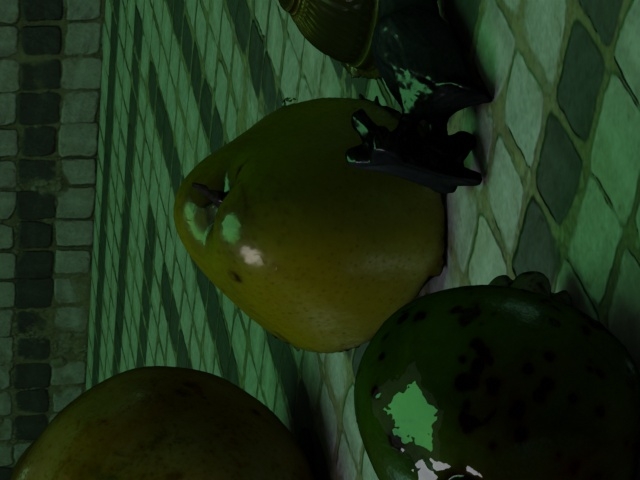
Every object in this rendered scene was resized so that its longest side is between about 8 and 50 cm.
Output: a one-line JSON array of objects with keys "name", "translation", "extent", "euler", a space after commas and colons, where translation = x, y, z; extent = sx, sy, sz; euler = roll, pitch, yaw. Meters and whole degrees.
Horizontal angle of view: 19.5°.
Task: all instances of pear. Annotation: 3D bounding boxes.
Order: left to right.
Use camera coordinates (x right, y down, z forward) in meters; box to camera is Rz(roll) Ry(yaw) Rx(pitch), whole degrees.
[{"name": "pear", "translation": [-0.034, -0.012, 1.674], "extent": [0.267, 0.178, 0.266], "euler": [2, 93, 33]}]

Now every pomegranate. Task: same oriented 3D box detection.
[{"name": "pomegranate", "translation": [-0.188, 0.356, 2.143], "extent": [0.417, 0.417, 0.416], "euler": [177, 90, -76]}, {"name": "pomegranate", "translation": [0.129, 0.107, 1.296], "extent": [0.248, 0.202, 0.202], "euler": [-62, -16, -51]}]

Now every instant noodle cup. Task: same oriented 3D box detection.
[{"name": "instant noodle cup", "translation": [0.007, -0.291, 1.841], "extent": [0.274, 0.091, 0.274], "euler": [177, 90, -77]}]

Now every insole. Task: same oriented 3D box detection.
[{"name": "insole", "translation": [-0.022, 0.343, 2.253], "extent": [0.086, 0.005, 0.253], "euler": [-128, 38, -66]}]

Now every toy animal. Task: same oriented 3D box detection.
[{"name": "toy animal", "translation": [0.085, -0.152, 1.566], "extent": [0.117, 0.121, 0.210], "euler": [-34, 51, 51]}]
